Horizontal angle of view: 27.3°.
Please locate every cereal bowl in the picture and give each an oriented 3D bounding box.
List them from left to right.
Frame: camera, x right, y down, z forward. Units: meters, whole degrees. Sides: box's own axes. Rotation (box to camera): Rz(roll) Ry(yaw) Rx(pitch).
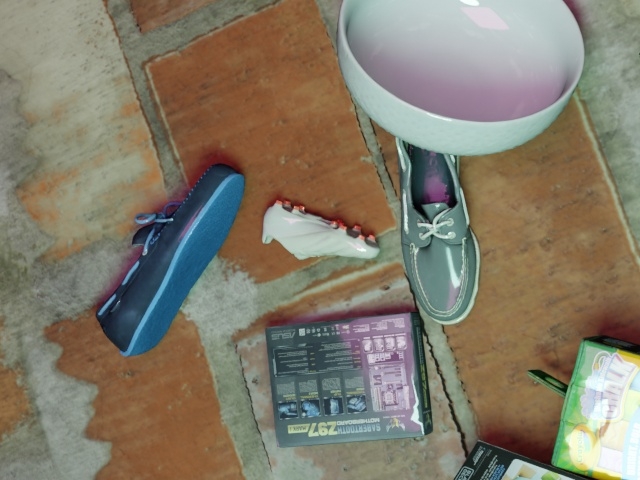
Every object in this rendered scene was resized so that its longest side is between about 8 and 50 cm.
[{"bbox_3d":[0.183,-0.245,1.830,0.339,0.141,0.339,5,55,-7],"label":"cereal bowl"}]

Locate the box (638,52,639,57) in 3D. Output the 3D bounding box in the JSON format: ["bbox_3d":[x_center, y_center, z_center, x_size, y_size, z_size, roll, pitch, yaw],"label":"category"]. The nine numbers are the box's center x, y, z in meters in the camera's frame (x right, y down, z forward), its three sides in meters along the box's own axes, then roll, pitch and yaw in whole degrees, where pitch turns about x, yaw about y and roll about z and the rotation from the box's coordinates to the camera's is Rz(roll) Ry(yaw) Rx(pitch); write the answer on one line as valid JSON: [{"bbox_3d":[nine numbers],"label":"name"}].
[{"bbox_3d":[0.527,-0.293,1.799,0.116,0.029,0.162,31,89,24],"label":"box"}]

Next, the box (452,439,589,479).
[{"bbox_3d":[0.328,0.377,1.727,0.290,0.169,0.087,14,61,47],"label":"box"}]

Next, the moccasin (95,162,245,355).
[{"bbox_3d":[-0.246,0.017,2.025,0.117,0.138,0.342,38,99,21],"label":"moccasin"}]

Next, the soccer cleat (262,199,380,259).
[{"bbox_3d":[0.000,0.000,1.978,0.196,0.068,0.076,21,100,26],"label":"soccer cleat"}]

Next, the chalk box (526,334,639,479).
[{"bbox_3d":[0.416,0.232,1.760,0.289,0.180,0.179,14,92,21],"label":"chalk box"}]

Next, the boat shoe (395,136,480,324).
[{"bbox_3d":[0.158,-0.037,1.901,0.116,0.099,0.319,-6,86,20],"label":"boat shoe"}]

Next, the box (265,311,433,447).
[{"bbox_3d":[0.041,0.207,1.955,0.233,0.059,0.183,-8,85,18],"label":"box"}]
